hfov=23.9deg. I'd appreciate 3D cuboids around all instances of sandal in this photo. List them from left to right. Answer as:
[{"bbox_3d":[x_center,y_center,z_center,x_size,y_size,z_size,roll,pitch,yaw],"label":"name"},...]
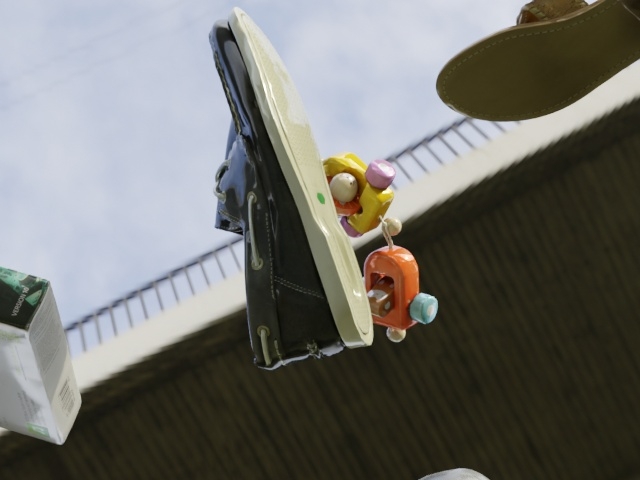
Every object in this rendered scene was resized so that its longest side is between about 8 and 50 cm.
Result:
[{"bbox_3d":[0.209,-0.172,1.222,0.240,0.079,0.088,-21,-58,30],"label":"sandal"}]

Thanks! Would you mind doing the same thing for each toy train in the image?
[{"bbox_3d":[0.000,0.000,1.002,0.046,0.166,0.125,-25,-55,-45],"label":"toy train"}]

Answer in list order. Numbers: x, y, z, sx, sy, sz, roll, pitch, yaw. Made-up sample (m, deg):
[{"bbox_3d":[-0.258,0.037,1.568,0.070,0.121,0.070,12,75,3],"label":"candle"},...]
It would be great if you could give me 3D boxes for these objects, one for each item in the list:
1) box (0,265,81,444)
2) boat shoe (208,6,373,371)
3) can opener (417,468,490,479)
[{"bbox_3d":[-0.382,0.070,1.349,0.322,0.058,0.232,15,-31,7],"label":"box"},{"bbox_3d":[-0.037,-0.035,0.936,0.079,0.084,0.233,-20,-105,15],"label":"boat shoe"},{"bbox_3d":[-0.044,0.179,0.426,0.283,0.095,0.076,-40,-87,-28],"label":"can opener"}]
